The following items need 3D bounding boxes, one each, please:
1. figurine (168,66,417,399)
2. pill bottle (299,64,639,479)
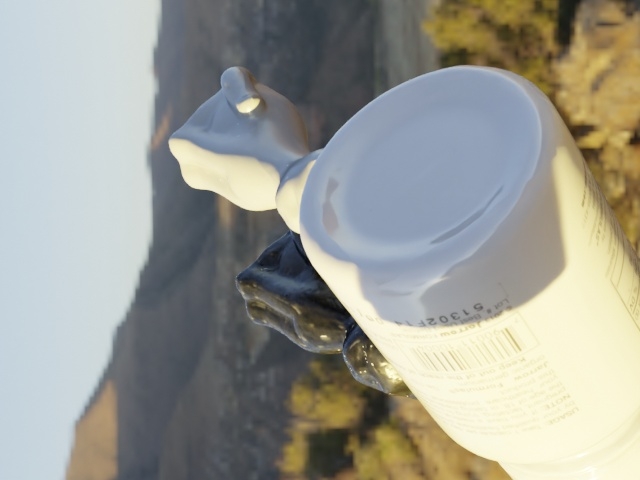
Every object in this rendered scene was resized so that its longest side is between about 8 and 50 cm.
[{"bbox_3d":[0.000,0.000,1.038,0.209,0.092,0.215,34,152,55],"label":"figurine"},{"bbox_3d":[0.096,0.035,0.740,0.229,0.131,0.131,53,-156,-40],"label":"pill bottle"}]
